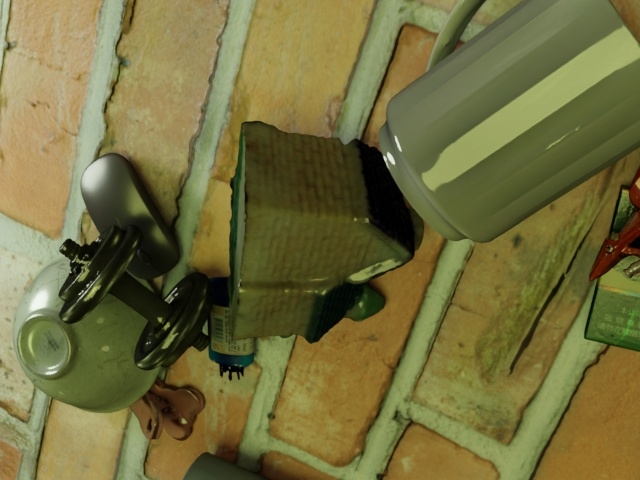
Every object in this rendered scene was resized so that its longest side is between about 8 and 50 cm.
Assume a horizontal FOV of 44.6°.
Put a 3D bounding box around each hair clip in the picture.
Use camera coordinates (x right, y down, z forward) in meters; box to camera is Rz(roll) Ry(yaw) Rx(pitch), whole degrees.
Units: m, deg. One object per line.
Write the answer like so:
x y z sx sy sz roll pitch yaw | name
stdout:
-0.300 0.309 1.472 0.138 0.102 0.123 39 118 41 | hair clip

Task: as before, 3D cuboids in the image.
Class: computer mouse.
-0.335 -0.039 1.358 0.120 0.057 0.232 -26 96 25 | computer mouse

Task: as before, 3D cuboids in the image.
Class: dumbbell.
-0.298 0.092 1.267 0.290 0.192 0.192 39 117 -20 | dumbbell

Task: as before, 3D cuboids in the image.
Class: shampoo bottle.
-0.156 0.157 1.360 0.087 0.050 0.183 7 109 19 | shampoo bottle

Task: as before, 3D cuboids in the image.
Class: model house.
0.000 0.001 1.178 0.284 0.243 0.298 5 138 -8 | model house

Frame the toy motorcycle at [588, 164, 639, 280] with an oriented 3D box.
0.472 -0.062 1.015 0.171 0.089 0.298 22 94 16 | toy motorcycle

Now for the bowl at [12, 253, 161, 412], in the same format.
-0.446 0.174 1.385 0.313 0.146 0.314 2 97 20 | bowl

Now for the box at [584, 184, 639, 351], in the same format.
0.468 0.047 1.112 0.132 0.034 0.235 13 110 15 | box

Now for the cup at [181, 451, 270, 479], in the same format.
-0.111 0.530 1.378 0.312 0.205 0.206 20 112 12 | cup

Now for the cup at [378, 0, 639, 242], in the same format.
0.245 -0.198 1.023 0.326 0.236 0.323 -34 63 27 | cup
